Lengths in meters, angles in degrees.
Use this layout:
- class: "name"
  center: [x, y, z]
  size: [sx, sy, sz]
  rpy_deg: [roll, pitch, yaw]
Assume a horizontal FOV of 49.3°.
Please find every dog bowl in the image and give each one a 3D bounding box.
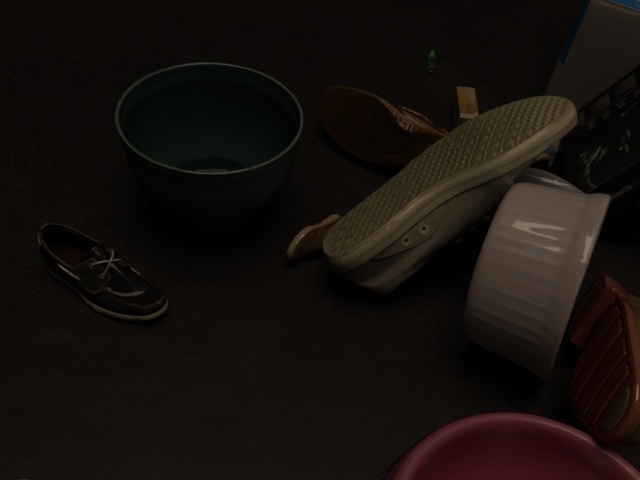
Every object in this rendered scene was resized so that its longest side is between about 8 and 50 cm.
- class: "dog bowl"
  center: [0.223, 0.372, 0.765]
  size: [0.407, 0.150, 0.408]
  rpy_deg: [3, 45, -4]

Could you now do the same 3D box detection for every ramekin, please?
- class: "ramekin"
  center: [0.309, 0.049, 1.012]
  size: [0.135, 0.277, 0.277]
  rpy_deg: [20, 46, 21]

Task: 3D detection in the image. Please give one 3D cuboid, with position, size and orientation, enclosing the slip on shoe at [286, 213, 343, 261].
- class: "slip on shoe"
  center: [0.000, 0.000, 1.167]
  size: [0.041, 0.051, 0.135]
  rpy_deg: [34, 43, 27]

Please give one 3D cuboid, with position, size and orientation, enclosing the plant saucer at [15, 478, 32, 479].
- class: "plant saucer"
  center: [-0.217, 0.434, 0.692]
  size: [0.332, 0.081, 0.333]
  rpy_deg: [10, 45, 1]

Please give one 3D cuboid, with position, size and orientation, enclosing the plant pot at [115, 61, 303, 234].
- class: "plant pot"
  center: [-0.181, -0.134, 1.169]
  size: [0.293, 0.196, 0.293]
  rpy_deg: [3, 46, -4]

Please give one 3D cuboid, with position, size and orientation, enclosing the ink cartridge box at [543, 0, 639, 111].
- class: "ink cartridge box"
  center: [0.642, -0.462, 1.537]
  size: [0.166, 0.286, 0.395]
  rpy_deg: [23, 48, 13]

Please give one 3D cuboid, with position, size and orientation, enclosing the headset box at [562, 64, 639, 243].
- class: "headset box"
  center: [0.575, -0.167, 1.251]
  size: [0.131, 0.246, 0.283]
  rpy_deg: [34, 42, -17]

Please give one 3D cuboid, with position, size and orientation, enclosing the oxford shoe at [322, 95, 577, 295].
- class: "oxford shoe"
  center: [0.210, -0.070, 1.102]
  size: [0.449, 0.130, 0.169]
  rpy_deg: [-37, 26, 2]

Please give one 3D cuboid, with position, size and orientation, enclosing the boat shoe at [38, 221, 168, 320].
- class: "boat shoe"
  center: [-0.333, 0.047, 1.056]
  size: [0.233, 0.079, 0.084]
  rpy_deg: [27, 47, 16]

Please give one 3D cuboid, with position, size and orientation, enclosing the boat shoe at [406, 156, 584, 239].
- class: "boat shoe"
  center: [0.305, -0.059, 1.213]
  size: [0.335, 0.119, 0.121]
  rpy_deg: [18, 56, 17]

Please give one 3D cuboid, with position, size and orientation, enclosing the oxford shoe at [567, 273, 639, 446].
- class: "oxford shoe"
  center: [0.429, 0.160, 0.935]
  size: [0.146, 0.141, 0.397]
  rpy_deg: [30, 26, 8]

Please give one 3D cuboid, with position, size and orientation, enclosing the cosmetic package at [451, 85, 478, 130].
- class: "cosmetic package"
  center: [0.301, -0.265, 1.458]
  size: [0.041, 0.060, 0.115]
  rpy_deg: [7, 44, -1]

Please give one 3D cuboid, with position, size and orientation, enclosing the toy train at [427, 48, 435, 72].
- class: "toy train"
  center: [0.259, -0.419, 1.626]
  size: [0.017, 0.024, 0.083]
  rpy_deg: [10, 46, 2]

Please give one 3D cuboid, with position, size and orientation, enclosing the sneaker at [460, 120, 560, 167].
- class: "sneaker"
  center: [0.367, -0.188, 1.341]
  size: [0.228, 0.092, 0.087]
  rpy_deg: [1, 12, -22]

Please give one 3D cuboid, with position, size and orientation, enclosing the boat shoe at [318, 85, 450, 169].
- class: "boat shoe"
  center: [0.157, -0.201, 1.355]
  size: [0.342, 0.123, 0.123]
  rpy_deg: [25, 18, 20]
